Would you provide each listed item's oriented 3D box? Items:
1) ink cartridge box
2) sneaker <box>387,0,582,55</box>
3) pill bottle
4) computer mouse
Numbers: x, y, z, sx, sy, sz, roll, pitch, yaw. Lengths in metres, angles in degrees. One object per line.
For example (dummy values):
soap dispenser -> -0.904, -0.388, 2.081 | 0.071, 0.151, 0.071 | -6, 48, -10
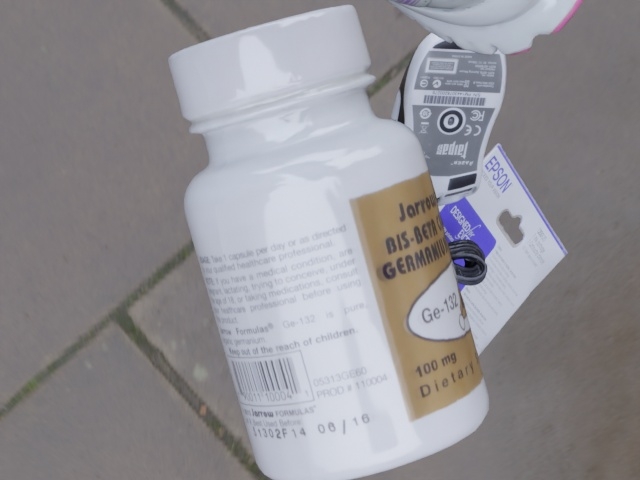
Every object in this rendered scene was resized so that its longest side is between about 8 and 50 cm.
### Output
ink cartridge box -> 0.087, 0.039, 1.030 | 0.208, 0.206, 0.045 | -48, 56, -3
sneaker -> -0.020, -0.151, 0.497 | 0.252, 0.111, 0.103 | 20, 89, 35
pill bottle -> 0.000, 0.000, 0.709 | 0.131, 0.131, 0.229 | -17, 96, -9
computer mouse -> 0.078, -0.058, 0.894 | 0.106, 0.042, 0.193 | 3, 118, -14
